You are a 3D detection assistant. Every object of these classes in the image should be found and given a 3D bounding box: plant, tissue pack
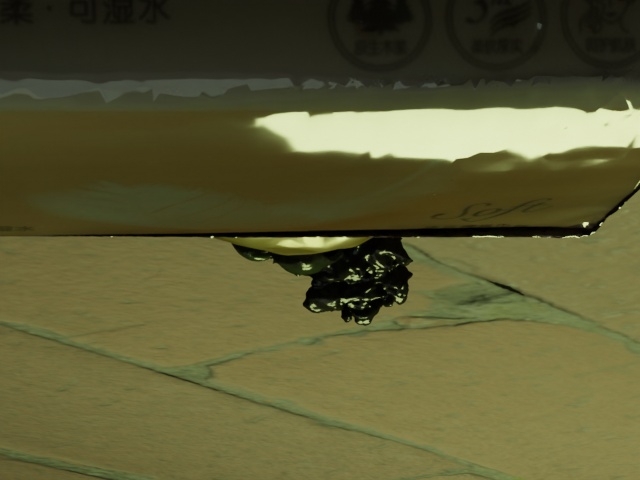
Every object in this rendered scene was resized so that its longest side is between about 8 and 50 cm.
[{"bbox_3d":[0.000,0.000,1.032,0.087,0.085,0.174,22,173,46],"label":"plant"},{"bbox_3d":[-0.049,-0.124,0.444,0.305,0.239,0.238,-1,161,-10],"label":"tissue pack"}]

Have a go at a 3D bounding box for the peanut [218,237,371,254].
[{"bbox_3d":[-0.050,-0.069,0.769,0.147,0.147,0.305,-4,162,18],"label":"peanut"}]
